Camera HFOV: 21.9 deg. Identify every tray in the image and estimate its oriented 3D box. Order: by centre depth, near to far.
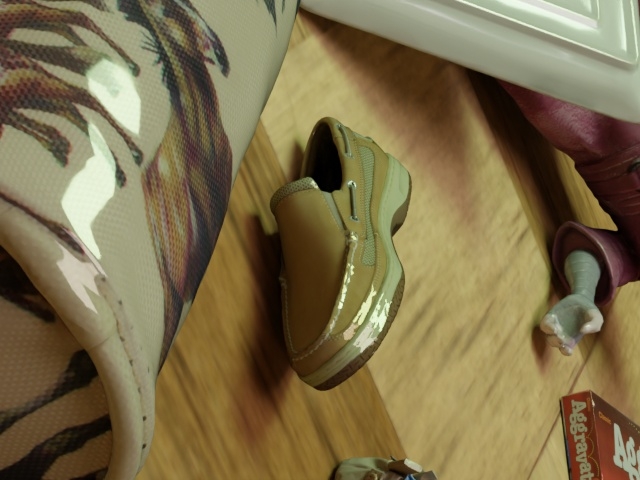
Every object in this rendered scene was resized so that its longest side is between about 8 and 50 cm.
[{"bbox_3d":[0.108,-0.174,1.059,0.270,0.030,0.145,16,58,-26],"label":"tray"}]

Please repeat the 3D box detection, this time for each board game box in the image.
[{"bbox_3d":[0.258,0.222,1.263,0.281,0.027,0.145,34,45,-52],"label":"board game box"}]

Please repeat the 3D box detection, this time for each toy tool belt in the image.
[{"bbox_3d":[0.045,0.144,0.868,0.083,0.051,0.052,54,32,-34],"label":"toy tool belt"}]

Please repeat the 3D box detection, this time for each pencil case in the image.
[{"bbox_3d":[-0.101,-0.081,0.584,0.410,0.183,0.160,-76,145,-49],"label":"pencil case"}]

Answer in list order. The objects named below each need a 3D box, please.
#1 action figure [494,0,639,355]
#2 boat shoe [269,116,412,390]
[{"bbox_3d":[0.233,-0.067,1.269,0.276,0.248,0.370,-113,178,-77],"label":"action figure"},{"bbox_3d":[0.000,0.000,0.867,0.072,0.068,0.190,46,25,-22],"label":"boat shoe"}]
